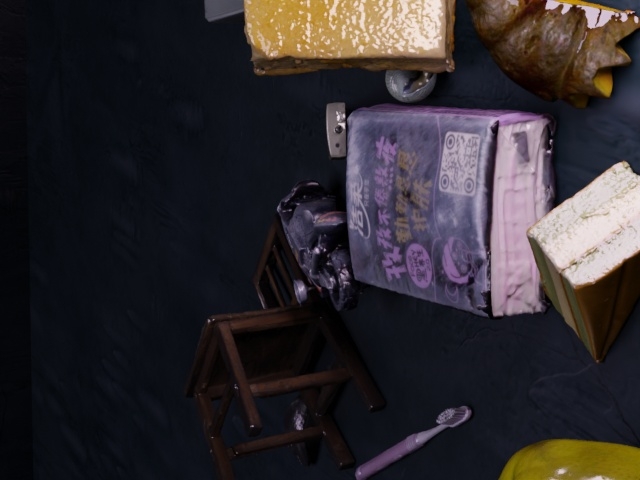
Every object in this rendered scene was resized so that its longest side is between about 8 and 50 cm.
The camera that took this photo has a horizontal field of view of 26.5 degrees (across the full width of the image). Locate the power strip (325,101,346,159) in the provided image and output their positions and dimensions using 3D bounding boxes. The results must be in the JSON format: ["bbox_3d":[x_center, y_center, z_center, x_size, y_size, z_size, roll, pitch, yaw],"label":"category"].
[{"bbox_3d":[0.022,-0.160,2.004,0.227,0.029,0.080,-97,5,-88],"label":"power strip"}]

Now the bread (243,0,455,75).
[{"bbox_3d":[0.039,-0.314,1.794,0.114,0.275,0.184,11,-100,-78],"label":"bread"}]

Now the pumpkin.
[{"bbox_3d":[0.234,-0.233,1.587,0.254,0.149,0.130,35,117,54],"label":"pumpkin"}]

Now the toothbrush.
[{"bbox_3d":[0.127,0.303,2.017,0.354,0.029,0.024,135,136,-56],"label":"toothbrush"}]

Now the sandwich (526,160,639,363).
[{"bbox_3d":[0.339,0.030,1.585,0.117,0.144,0.187,58,179,39],"label":"sandwich"}]

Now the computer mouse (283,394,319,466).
[{"bbox_3d":[-0.035,0.323,2.306,0.079,0.047,0.135,41,133,53],"label":"computer mouse"}]

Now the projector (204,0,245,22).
[{"bbox_3d":[-0.044,-0.384,2.015,0.257,0.192,0.099,3,97,62],"label":"projector"}]

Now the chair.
[{"bbox_3d":[-0.106,0.172,2.202,0.416,0.241,0.203,61,147,35],"label":"chair"}]

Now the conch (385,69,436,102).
[{"bbox_3d":[0.129,-0.218,1.871,0.056,0.076,0.085,52,-158,-47],"label":"conch"}]

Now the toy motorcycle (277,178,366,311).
[{"bbox_3d":[0.000,0.000,2.090,0.307,0.108,0.173,-140,40,-70],"label":"toy motorcycle"}]

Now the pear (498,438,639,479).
[{"bbox_3d":[0.303,0.347,1.445,0.294,0.294,0.294,21,114,59],"label":"pear"}]

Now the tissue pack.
[{"bbox_3d":[0.159,-0.049,1.796,0.361,0.122,0.259,13,105,63],"label":"tissue pack"}]
